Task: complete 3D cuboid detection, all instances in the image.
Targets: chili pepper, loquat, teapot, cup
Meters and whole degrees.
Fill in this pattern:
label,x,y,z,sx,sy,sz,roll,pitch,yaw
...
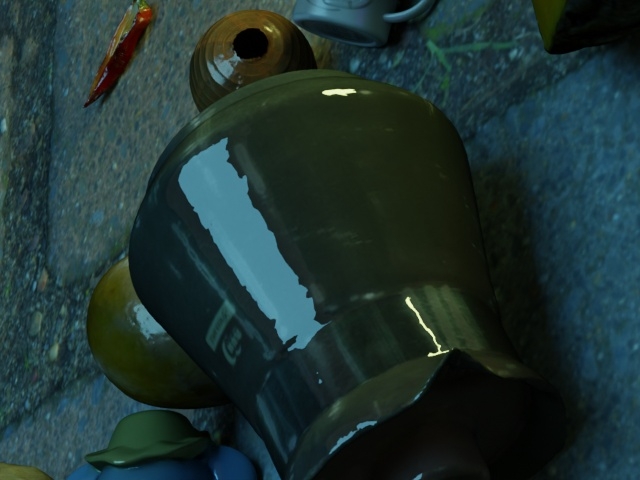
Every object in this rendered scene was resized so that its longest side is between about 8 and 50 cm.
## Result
label,x,y,z,sx,sy,sz,roll,pitch,yaw
chili pepper,-0.253,-0.235,2.166,0.178,0.027,0.045,-58,31,19
loquat,-0.131,0.084,1.702,0.227,0.179,0.179,-3,73,52
teapot,0.019,0.092,1.416,0.376,0.305,0.361,100,152,-46
cup,0.044,-0.264,1.680,0.136,0.099,0.133,9,82,57

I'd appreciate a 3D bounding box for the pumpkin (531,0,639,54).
label,x,y,z,sx,sy,sz,roll,pitch,yaw
pumpkin,0.249,-0.244,1.382,0.312,0.169,0.148,-98,3,-46

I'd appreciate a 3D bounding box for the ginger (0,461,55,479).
label,x,y,z,sx,sy,sz,roll,pitch,yaw
ginger,-0.328,0.330,1.916,0.138,0.152,0.267,-42,28,-8

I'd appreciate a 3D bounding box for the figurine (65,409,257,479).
label,x,y,z,sx,sy,sz,roll,pitch,yaw
figurine,-0.169,0.295,1.684,0.180,0.154,0.262,-5,66,43

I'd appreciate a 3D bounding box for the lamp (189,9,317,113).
label,x,y,z,sx,sy,sz,roll,pitch,yaw
lamp,-0.069,-0.170,1.770,0.136,0.136,0.136,-29,52,46
